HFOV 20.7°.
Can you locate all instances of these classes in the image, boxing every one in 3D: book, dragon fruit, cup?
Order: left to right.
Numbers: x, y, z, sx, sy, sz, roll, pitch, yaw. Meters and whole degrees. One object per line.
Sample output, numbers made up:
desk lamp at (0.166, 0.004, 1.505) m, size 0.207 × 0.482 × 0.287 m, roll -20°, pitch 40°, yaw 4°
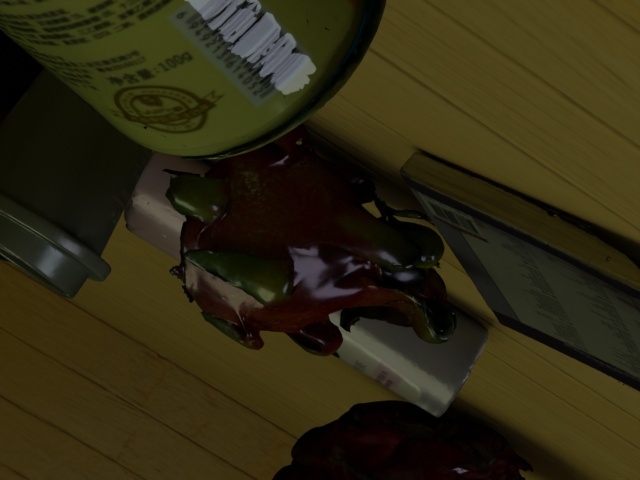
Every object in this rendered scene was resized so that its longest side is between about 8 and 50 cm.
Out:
cup at (-0.158, -0.048, 1.095) m, size 0.120 × 0.141 × 0.120 m, roll 32°, pitch 173°, yaw 5°
dragon fruit at (0.000, 0.000, 0.998) m, size 0.175 × 0.138 × 0.142 m, roll 16°, pitch -157°, yaw 7°
dragon fruit at (0.078, 0.312, 1.716) m, size 0.329 × 0.329 × 0.329 m, roll 29°, pitch 170°, yaw 6°
book at (0.143, 0.032, 0.964) m, size 0.157 × 0.026 × 0.231 m, roll 28°, pitch 170°, yaw 28°

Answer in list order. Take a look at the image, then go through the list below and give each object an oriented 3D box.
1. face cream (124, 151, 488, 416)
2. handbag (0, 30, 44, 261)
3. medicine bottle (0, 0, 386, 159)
face cream at (-0.013, 0.026, 1.242) m, size 0.269 × 0.073 × 0.107 m, roll 31°, pitch 162°, yaw 1°
handbag at (-0.254, -0.073, 1.201) m, size 0.215 × 0.155 × 0.169 m, roll 39°, pitch 160°, yaw -32°
medicine bottle at (-0.082, -0.127, 0.554) m, size 0.124 × 0.124 × 0.239 m, roll 23°, pitch 167°, yaw 37°
